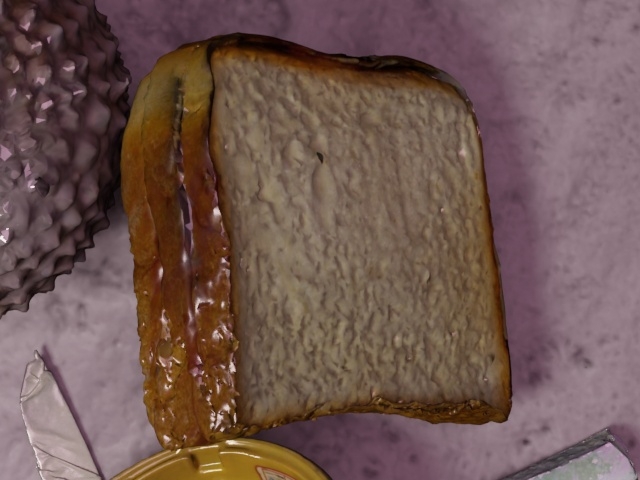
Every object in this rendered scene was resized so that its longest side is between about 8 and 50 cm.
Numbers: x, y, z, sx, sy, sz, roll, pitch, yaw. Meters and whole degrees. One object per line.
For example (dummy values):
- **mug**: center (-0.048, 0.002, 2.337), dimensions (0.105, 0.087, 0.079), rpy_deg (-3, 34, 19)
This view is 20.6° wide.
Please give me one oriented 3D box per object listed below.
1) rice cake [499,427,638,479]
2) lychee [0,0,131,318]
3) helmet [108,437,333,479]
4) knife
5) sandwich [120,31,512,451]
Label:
- **rice cake**: center (0.135, 0.200, 1.306), dimensions (0.211, 0.034, 0.043), rpy_deg (-23, 96, -8)
- **lychee**: center (-0.262, -0.084, 1.173), dimensions (0.300, 0.300, 0.300), rpy_deg (1, 85, -6)
- **helmet**: center (-0.083, 0.267, 1.221), dimensions (0.257, 0.140, 0.205), rpy_deg (-39, 53, -14)
- **knife**: center (-0.163, 0.222, 1.281), dimensions (0.047, 0.017, 0.297), rpy_deg (-20, 86, -13)
- **sandwich**: center (0.000, 0.000, 1.205), dimensions (0.301, 0.099, 0.271), rpy_deg (2, 77, -46)
